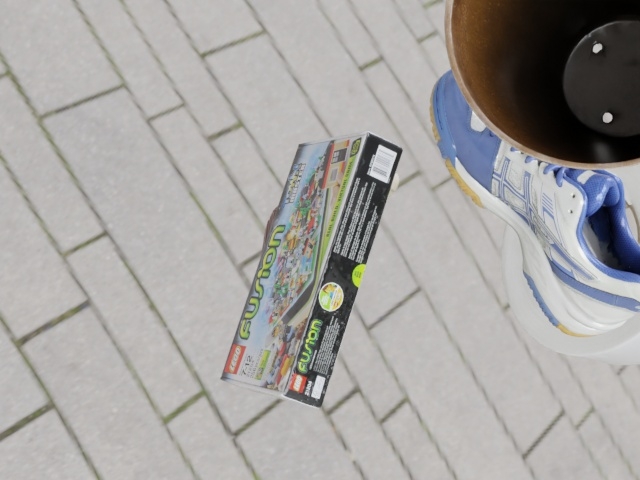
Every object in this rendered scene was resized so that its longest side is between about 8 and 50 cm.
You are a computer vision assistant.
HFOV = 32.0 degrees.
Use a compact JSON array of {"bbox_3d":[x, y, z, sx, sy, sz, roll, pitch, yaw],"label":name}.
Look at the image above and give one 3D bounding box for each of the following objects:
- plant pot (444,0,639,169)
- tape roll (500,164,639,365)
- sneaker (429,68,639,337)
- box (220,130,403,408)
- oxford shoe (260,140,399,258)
[{"bbox_3d":[0.226,-0.149,0.862,0.215,0.215,0.230,69,17,10],"label":"plant pot"},{"bbox_3d":[0.370,0.013,1.420,0.100,0.286,0.286,16,58,-39],"label":"tape roll"},{"bbox_3d":[0.223,-0.056,1.061,0.112,0.131,0.296,-32,85,-34],"label":"sneaker"},{"bbox_3d":[-0.009,0.021,0.866,0.036,0.114,0.207,23,78,-27],"label":"box"},{"bbox_3d":[0.000,0.000,1.507,0.130,0.348,0.123,11,61,-14],"label":"oxford shoe"}]
